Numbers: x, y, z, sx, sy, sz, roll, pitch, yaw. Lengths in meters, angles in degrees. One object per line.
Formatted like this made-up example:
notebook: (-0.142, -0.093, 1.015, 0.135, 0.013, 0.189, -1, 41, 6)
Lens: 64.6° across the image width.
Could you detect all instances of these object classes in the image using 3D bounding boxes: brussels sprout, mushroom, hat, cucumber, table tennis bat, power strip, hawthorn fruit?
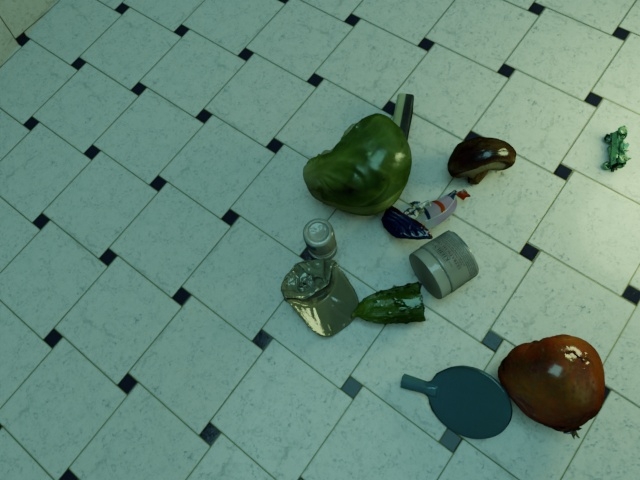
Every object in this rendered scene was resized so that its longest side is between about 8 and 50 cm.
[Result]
brussels sprout: (0.132, -0.237, 1.705, 0.371, 0.276, 0.314, -29, 82, 23)
mushroom: (0.552, -0.291, 1.740, 0.231, 0.194, 0.138, -9, 69, -9)
hat: (-0.007, 0.187, 1.692, 0.214, 0.149, 0.244, -33, 106, -12)
cucumber: (0.216, 0.215, 1.629, 0.244, 0.134, 0.134, -12, 68, 7)
table tennis bat: (0.398, 0.467, 1.506, 0.329, 0.044, 0.215, 12, 103, 27)
power strip: (0.292, -0.407, 1.858, 0.070, 0.105, 0.256, 8, 70, 11)
hawthorn fruit: (0.672, 0.420, 1.434, 0.276, 0.276, 0.307, -24, 85, -3)

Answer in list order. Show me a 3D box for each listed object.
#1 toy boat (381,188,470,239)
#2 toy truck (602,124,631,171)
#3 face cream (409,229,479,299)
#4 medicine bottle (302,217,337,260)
toy boat: (0.367, -0.080, 1.717, 0.318, 0.072, 0.219, -11, 38, 2)
toy truck: (1.042, -0.317, 1.759, 0.078, 0.080, 0.154, 16, 71, -10)
face cream: (0.396, 0.077, 1.624, 0.153, 0.177, 0.177, -33, 69, -7)
medicine bottle: (0.000, 0.000, 1.703, 0.105, 0.168, 0.105, -2, 69, 6)
